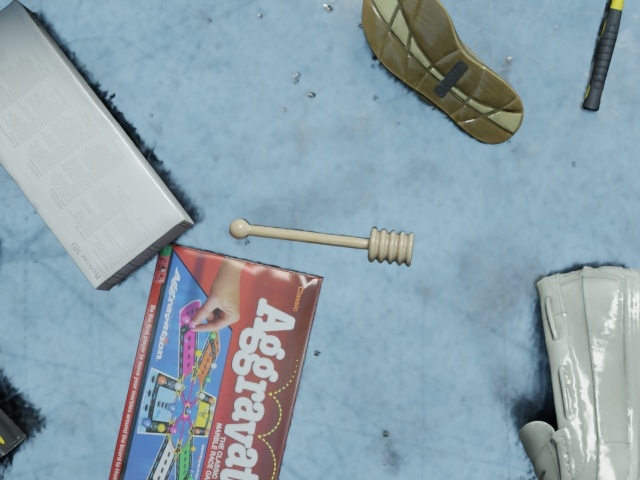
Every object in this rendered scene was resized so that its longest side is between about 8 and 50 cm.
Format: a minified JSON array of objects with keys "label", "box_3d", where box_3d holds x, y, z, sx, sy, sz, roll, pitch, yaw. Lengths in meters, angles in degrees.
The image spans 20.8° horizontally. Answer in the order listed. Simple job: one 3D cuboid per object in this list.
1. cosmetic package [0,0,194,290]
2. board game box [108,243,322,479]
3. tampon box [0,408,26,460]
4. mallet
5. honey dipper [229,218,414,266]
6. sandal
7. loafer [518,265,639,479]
[{"label":"cosmetic package","box_3d":[-0.220,-0.080,1.484,0.099,0.060,0.239,-37,84,1]},{"label":"board game box","box_3d":[-0.098,0.154,1.514,0.145,0.027,0.281,12,92,0]},{"label":"tampon box","box_3d":[-0.356,0.187,1.486,0.161,0.101,0.120,-45,91,2]},{"label":"mallet","box_3d":[0.253,-0.203,1.473,0.039,0.062,0.190,13,93,3]},{"label":"honey dipper","box_3d":[0.000,0.000,1.505,0.160,0.030,0.031,6,92,4]},{"label":"sandal","box_3d":[0.101,-0.154,1.491,0.180,0.049,0.072,43,98,-14]},{"label":"loafer","box_3d":[0.221,0.176,1.442,0.111,0.112,0.320,-2,67,19]}]
